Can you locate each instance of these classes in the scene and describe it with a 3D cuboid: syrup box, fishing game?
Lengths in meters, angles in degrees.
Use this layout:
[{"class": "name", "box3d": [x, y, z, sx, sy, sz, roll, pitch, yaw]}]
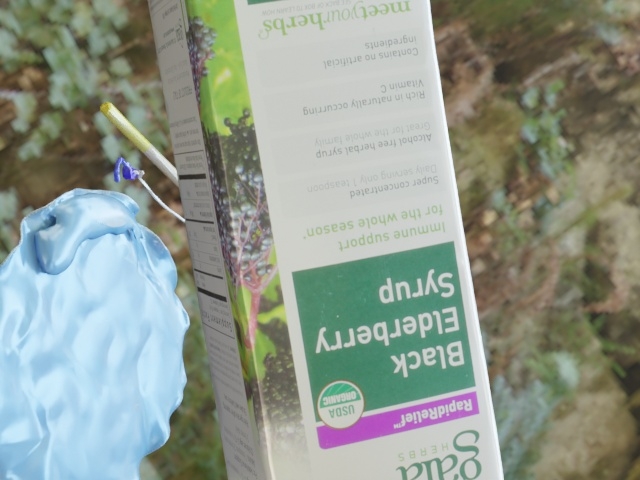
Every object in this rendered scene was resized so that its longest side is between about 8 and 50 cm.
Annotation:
[{"class": "syrup box", "box3d": [0.000, 0.000, 0.565, 0.096, 0.093, 0.237, -176, -103, -74]}, {"class": "fishing game", "box3d": [-0.135, 0.063, 0.773, 0.041, 0.264, 0.189, 5, -19, 28]}]
